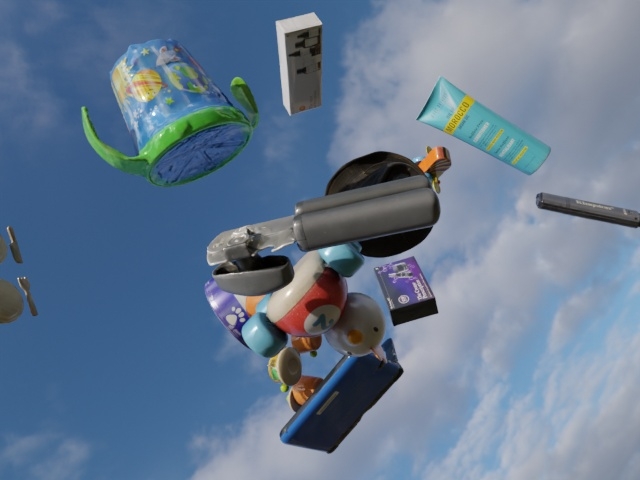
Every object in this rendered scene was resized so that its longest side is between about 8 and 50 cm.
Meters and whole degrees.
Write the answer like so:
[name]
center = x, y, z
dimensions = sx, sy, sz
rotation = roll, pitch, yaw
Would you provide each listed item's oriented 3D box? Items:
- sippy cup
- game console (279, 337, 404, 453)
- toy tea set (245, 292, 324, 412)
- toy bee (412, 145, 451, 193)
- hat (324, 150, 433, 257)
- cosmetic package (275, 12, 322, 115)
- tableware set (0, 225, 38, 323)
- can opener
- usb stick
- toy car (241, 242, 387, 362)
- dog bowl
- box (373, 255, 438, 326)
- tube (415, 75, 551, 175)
[sippy cup]
center = -0.291, -0.261, 0.826
dimensions = 0.240, 0.223, 0.305
rotation = -33, -4, 20
[game console]
center = 0.050, 0.362, 1.035
dimensions = 0.250, 0.173, 0.293
rotation = 31, -79, -33
[toy tea set]
center = -0.089, 0.251, 1.013
dimensions = 0.200, 0.125, 0.335
rotation = 12, -113, -54
[toy bee]
center = 0.431, -0.278, 1.638
dimensions = 0.163, 0.298, 0.195
rotation = 3, -89, -24
[hat]
center = 0.185, -0.114, 1.102
dimensions = 0.332, 0.134, 0.330
rotation = 2, -102, -11
[cosmetic package]
center = -0.049, -0.438, 1.048
dimensions = 0.099, 0.060, 0.239
rotation = -19, -30, -11
[tableware set]
center = -0.592, 0.061, 0.727
dimensions = 0.039, 0.194, 0.128
rotation = -24, -9, 9
[can opener]
center = 0.000, 0.000, 0.501
dimensions = 0.284, 0.076, 0.095
rotation = -12, -61, 8
[usb stick]
center = 0.781, -0.090, 1.210
dimensions = 0.077, 0.278, 0.045
rotation = -51, -28, -58
[toy car]
center = 0.036, 0.131, 0.701
dimensions = 0.238, 0.210, 0.219
rotation = 41, -82, -4
[dog bowl]
center = -0.232, 0.203, 1.268
dimensions = 0.104, 0.265, 0.264
rotation = -37, -53, -2
[box]
center = 0.339, 0.200, 1.672
dimensions = 0.185, 0.261, 0.103
rotation = -20, -54, 4
[tube]
center = 0.263, -0.180, 0.668
dimensions = 0.052, 0.207, 0.080
rotation = -50, -10, -52
